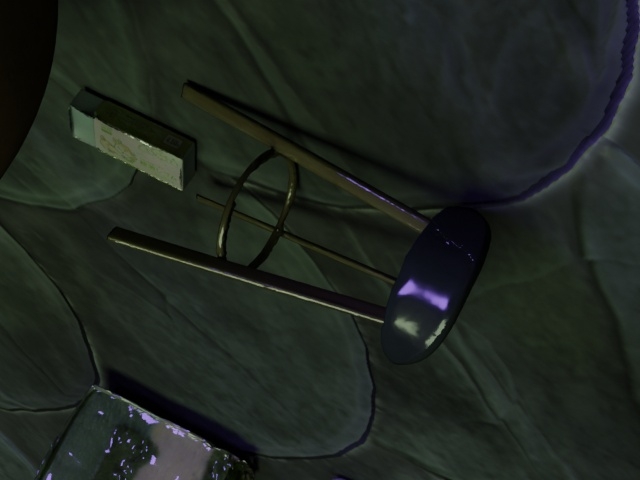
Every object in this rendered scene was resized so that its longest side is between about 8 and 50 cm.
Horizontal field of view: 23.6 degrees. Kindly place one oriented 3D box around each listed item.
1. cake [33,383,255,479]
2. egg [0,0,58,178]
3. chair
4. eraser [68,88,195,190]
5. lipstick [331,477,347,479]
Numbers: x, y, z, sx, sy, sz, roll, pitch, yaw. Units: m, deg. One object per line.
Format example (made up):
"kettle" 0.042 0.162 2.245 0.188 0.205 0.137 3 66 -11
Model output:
"cake" -0.185 0.293 1.317 0.158 0.284 0.172 26 166 13
"egg" -0.296 -0.150 0.719 0.374 0.301 0.301 50 147 -17
"chair" 0.000 0.000 0.882 0.221 0.104 0.095 23 175 26
"eraser" -0.118 -0.063 0.962 0.083 0.019 0.038 27 152 11
"lipstick" 0.045 0.317 1.325 0.068 0.066 0.317 20 148 24
